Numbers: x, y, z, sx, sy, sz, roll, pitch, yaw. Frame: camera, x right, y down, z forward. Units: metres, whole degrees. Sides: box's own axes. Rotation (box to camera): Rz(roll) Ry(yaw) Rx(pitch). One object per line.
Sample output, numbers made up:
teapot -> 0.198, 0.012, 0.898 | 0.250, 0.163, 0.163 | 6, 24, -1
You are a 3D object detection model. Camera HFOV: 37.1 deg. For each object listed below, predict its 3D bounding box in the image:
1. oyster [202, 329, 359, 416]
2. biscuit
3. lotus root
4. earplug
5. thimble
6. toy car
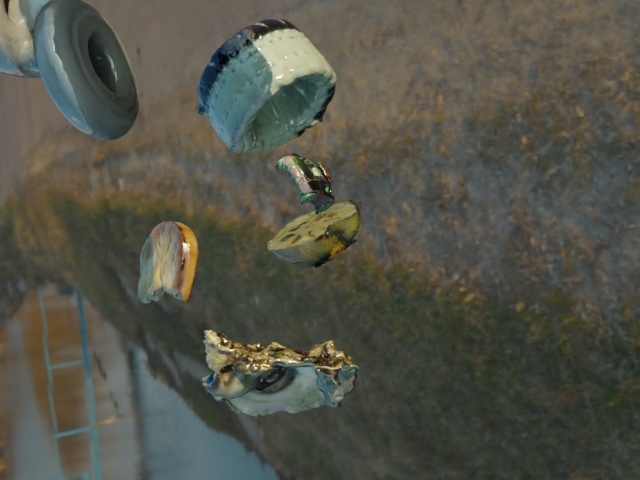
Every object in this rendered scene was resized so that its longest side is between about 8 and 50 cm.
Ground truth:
oyster -> -0.057, 0.187, 1.316 | 0.223, 0.214, 0.083 | 104, 166, -59
biscuit -> -0.295, 0.042, 1.816 | 0.299, 0.045, 0.154 | -8, 80, 63
lotus root -> 0.000, -0.001, 1.732 | 0.203, 0.183, 0.078 | -90, -25, -76
earplug -> -0.396, -0.279, 1.394 | 0.325, 0.214, 0.175 | 42, 106, 4
thimble -> -0.100, -0.266, 1.686 | 0.150, 0.237, 0.237 | 53, 149, 20
toy car -> -0.013, -0.084, 1.342 | 0.069, 0.055, 0.142 | 57, -172, 15
